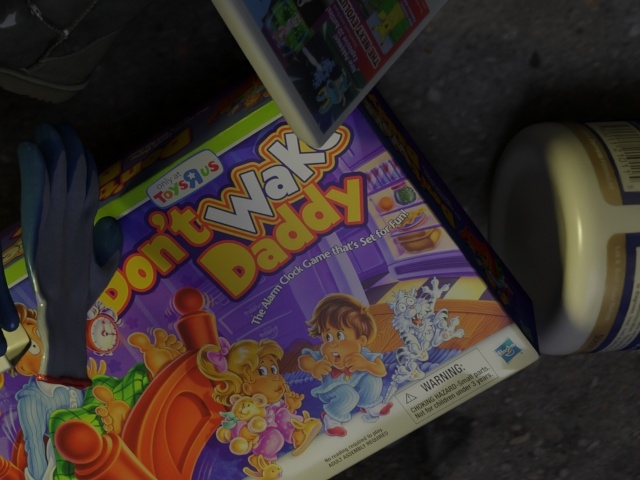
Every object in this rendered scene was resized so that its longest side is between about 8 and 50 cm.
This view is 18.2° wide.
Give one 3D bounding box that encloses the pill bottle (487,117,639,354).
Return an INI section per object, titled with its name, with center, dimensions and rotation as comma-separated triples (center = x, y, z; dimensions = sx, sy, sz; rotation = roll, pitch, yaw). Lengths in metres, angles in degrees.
[pill bottle]
center = 0.258, -0.007, 1.327
dimensions = 0.264, 0.153, 0.153
rotation = -3, 139, -18

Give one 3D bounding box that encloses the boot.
[boot]
center = -0.131, -0.165, 1.042
dimensions = 0.208, 0.076, 0.189
rotation = -38, 153, 33

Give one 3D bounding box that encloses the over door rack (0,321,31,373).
[over door rack]
center = -0.333, -0.002, 1.040
dimensions = 0.239, 0.108, 0.324
rotation = -26, 113, 10

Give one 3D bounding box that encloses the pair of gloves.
[pair of gloves]
center = -0.163, -0.002, 1.077
dimensions = 0.023, 0.159, 0.198
rotation = -12, 162, 26

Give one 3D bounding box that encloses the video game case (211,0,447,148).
[video game case]
center = 0.016, -0.173, 1.062
dimensions = 0.183, 0.023, 0.201
rotation = -50, 143, -13

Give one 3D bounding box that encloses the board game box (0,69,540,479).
[board game box]
center = -0.072, 0.056, 1.250
dimensions = 0.347, 0.078, 0.233
rotation = -32, 111, 16
